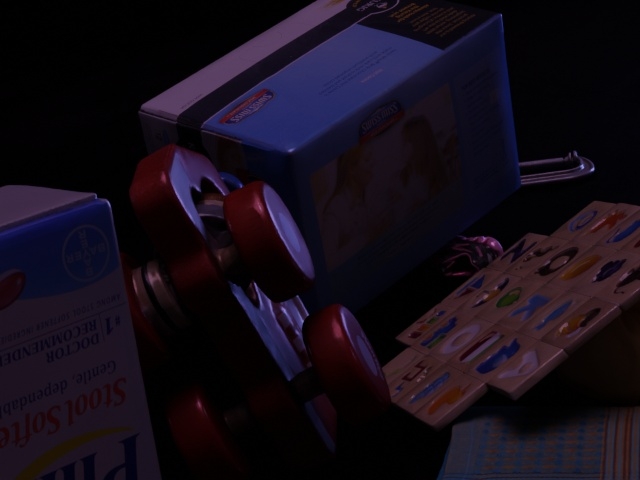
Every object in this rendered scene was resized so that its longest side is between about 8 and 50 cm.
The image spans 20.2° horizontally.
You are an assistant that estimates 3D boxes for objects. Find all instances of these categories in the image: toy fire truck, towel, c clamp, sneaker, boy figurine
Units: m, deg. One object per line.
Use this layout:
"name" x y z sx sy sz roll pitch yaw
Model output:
"toy fire truck" -0.069 0.051 1.528 0.169 0.302 0.254 -28 17 9
"towel" 0.265 0.188 1.332 0.370 0.040 0.271 -2 18 15
"c clamp" 0.275 -0.094 2.317 0.161 0.022 0.137 -5 16 13
"sneaker" 0.141 0.019 1.970 0.119 0.047 0.057 4 31 39
"boy figurine" 0.307 0.042 1.603 0.092 0.177 0.285 29 45 20

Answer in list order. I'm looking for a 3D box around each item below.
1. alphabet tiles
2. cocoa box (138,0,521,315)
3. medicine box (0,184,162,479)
"alphabet tiles" 0.178 0.059 1.579 0.285 0.011 0.342 -38 11 -8
"cocoa box" 0.021 -0.100 1.939 0.228 0.231 0.347 19 42 39
"medicine box" -0.275 0.131 1.335 0.263 0.289 0.149 -22 19 -39
